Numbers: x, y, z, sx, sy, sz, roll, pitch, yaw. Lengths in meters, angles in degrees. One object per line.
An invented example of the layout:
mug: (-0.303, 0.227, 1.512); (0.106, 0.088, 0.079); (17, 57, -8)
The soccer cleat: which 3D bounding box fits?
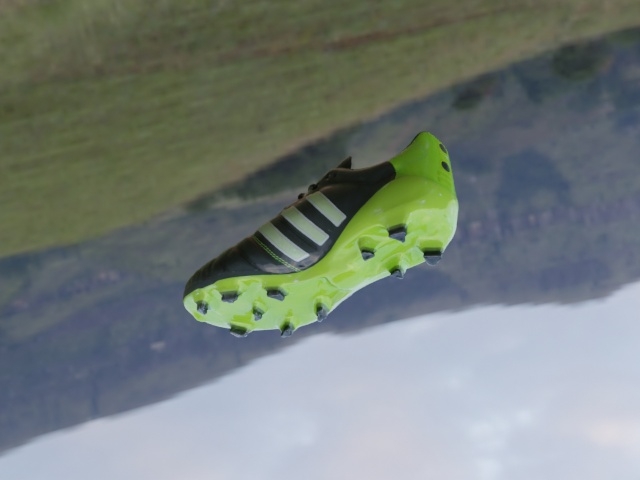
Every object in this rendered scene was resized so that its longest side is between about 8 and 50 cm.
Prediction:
soccer cleat: (0.000, 0.000, 0.777); (0.179, 0.060, 0.072); (-24, -136, 35)
